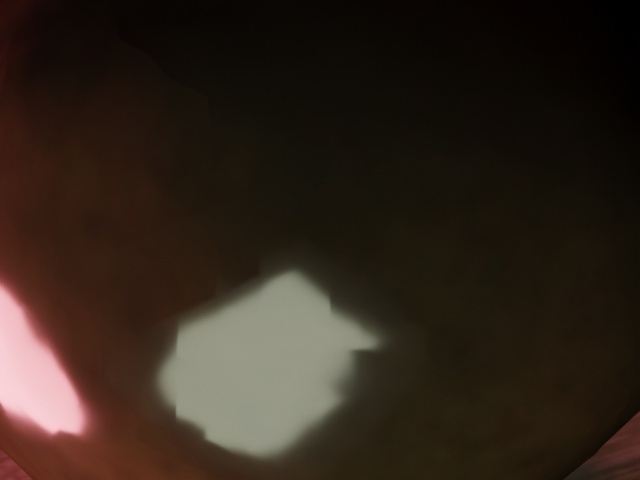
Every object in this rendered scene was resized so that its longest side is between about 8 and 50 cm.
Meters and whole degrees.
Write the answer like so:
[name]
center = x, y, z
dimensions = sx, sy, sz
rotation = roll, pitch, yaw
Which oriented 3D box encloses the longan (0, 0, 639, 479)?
[longan]
center = 0.000, 0.000, 0.610
dimensions = 0.248, 0.248, 0.248
rotation = 13, 143, 10
